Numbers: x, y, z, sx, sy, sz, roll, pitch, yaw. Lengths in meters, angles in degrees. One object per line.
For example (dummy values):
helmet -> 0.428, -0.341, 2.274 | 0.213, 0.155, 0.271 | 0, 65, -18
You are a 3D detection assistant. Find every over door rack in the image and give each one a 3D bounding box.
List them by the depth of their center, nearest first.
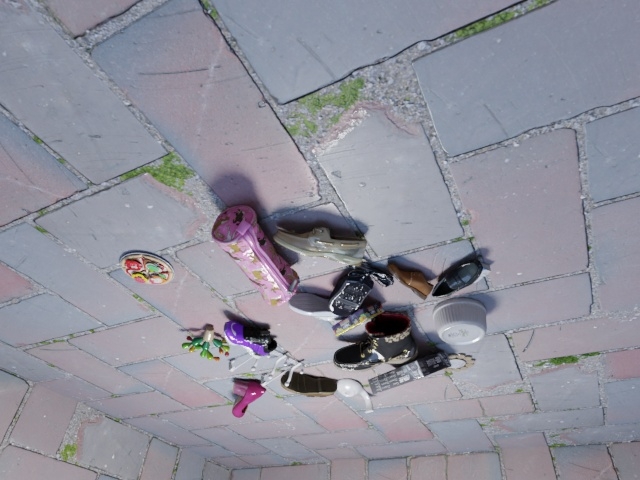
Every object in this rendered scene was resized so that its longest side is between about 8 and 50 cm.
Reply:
over door rack -> -0.272, 0.647, 2.204 | 0.324, 0.108, 0.239 | -30, 128, 34

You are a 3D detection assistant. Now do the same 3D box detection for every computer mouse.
computer mouse -> 0.127, 0.177, 1.648 | 0.188, 0.072, 0.272 | 25, 123, -20

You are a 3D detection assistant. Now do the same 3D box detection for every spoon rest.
spoon rest -> 0.190, 0.829, 2.411 | 0.137, 0.084, 0.276 | -27, 117, 30

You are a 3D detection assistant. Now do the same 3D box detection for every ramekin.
ramekin -> 0.552, 0.325, 1.744 | 0.207, 0.109, 0.207 | 3, 140, 2

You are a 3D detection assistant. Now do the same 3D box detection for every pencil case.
pencil case -> -0.206, 0.056, 1.461 | 0.167, 0.160, 0.386 | -11, 136, 19

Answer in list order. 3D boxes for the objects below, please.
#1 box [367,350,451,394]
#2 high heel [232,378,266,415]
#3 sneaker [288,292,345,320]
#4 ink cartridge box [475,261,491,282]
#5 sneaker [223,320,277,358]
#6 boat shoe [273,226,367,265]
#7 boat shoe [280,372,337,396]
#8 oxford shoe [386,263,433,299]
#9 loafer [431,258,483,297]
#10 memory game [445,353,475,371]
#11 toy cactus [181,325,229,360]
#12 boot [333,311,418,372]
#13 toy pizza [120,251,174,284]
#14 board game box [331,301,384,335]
box -> 0.407, 0.606, 2.034 | 0.242, 0.077, 0.307 | 1, 151, -46
high heel -> -0.401, 0.921, 2.515 | 0.181, 0.127, 0.377 | 13, 137, 6
sneaker -> -0.004, 0.276, 1.749 | 0.258, 0.094, 0.091 | 11, 138, -7
ink cartridge box -> 0.549, 0.112, 1.554 | 0.048, 0.028, 0.083 | 19, 138, -16
sneaker -> -0.295, 0.419, 1.953 | 0.146, 0.102, 0.293 | -22, 138, 22
boat shoe -> 0.000, 0.000, 1.433 | 0.302, 0.109, 0.098 | 15, 102, -6
boat shoe -> -0.069, 0.776, 2.332 | 0.307, 0.111, 0.104 | 14, 138, -11
oxford shoe -> 0.320, 0.131, 1.584 | 0.212, 0.076, 0.076 | 33, 102, -26
loafer -> 0.474, 0.141, 1.546 | 0.078, 0.076, 0.223 | -19, 159, -39
memory game -> 0.639, 0.583, 2.113 | 0.186, 0.012, 0.186 | 3, 139, 2
toy cactus -> -0.516, 0.462, 2.035 | 0.218, 0.112, 0.181 | 15, 120, -9
boot -> 0.222, 0.432, 1.878 | 0.377, 0.138, 0.284 | -7, 140, 8
toy pizza -> -0.654, 0.115, 1.670 | 0.201, 0.032, 0.201 | 3, 140, 2
board game box -> 0.147, 0.307, 1.742 | 0.170, 0.048, 0.141 | -36, 163, 32
